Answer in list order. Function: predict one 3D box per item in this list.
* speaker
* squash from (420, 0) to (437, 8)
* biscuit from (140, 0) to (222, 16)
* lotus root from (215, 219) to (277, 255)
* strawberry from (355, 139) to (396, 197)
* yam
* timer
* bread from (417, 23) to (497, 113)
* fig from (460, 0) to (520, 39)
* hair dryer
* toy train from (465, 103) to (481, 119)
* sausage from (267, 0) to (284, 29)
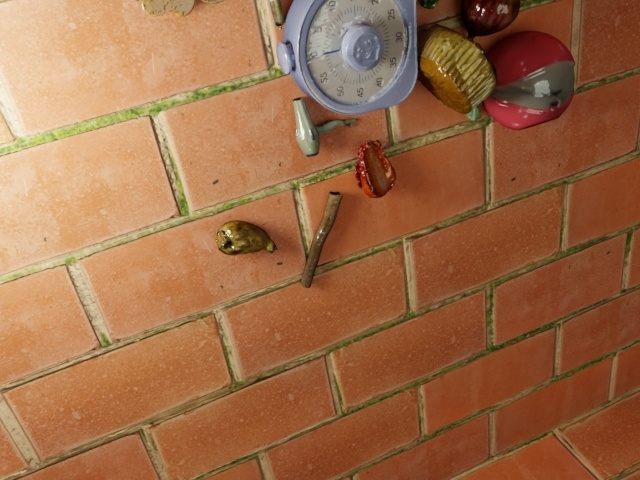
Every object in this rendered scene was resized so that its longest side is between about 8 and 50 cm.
[{"bbox_3d":[0.627,-0.489,1.983,0.294,0.294,0.294,-11,121,-19],"label":"speaker"},{"bbox_3d":[0.328,-0.736,1.768,0.077,0.068,0.219,10,113,-35],"label":"squash"},{"bbox_3d":[-0.308,-0.638,1.540,0.288,0.044,0.202,-35,125,-2],"label":"biscuit"},{"bbox_3d":[-0.215,-0.003,1.911,0.190,0.094,0.108,6,138,-37],"label":"lotus root"},{"bbox_3d":[0.157,-0.219,1.978,0.121,0.082,0.188,-34,119,-29],"label":"strawberry"},{"bbox_3d":[0.000,0.000,2.039,0.045,0.045,0.327,-16,130,-55],"label":"yam"},{"bbox_3d":[0.073,-0.512,1.711,0.395,0.173,0.395,-12,122,-20],"label":"timer"},{"bbox_3d":[0.359,-0.475,1.817,0.142,0.253,0.227,-48,129,2],"label":"bread"},{"bbox_3d":[0.455,-0.645,1.842,0.202,0.148,0.149,-27,93,29],"label":"fig"},{"bbox_3d":[0.003,-0.351,1.847,0.199,0.067,0.167,-38,121,-15],"label":"hair dryer"},{"bbox_3d":[0.463,-0.443,1.993,0.038,0.071,0.148,-16,122,-16],"label":"toy train"},{"bbox_3d":[-0.129,-0.655,1.620,0.032,0.033,0.269,-22,124,-13],"label":"sausage"}]
